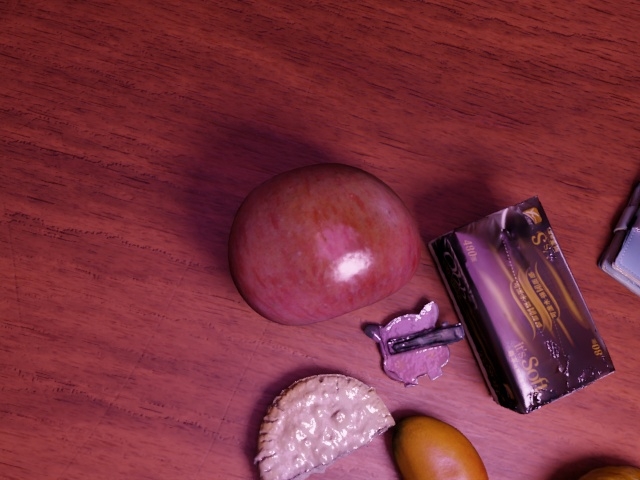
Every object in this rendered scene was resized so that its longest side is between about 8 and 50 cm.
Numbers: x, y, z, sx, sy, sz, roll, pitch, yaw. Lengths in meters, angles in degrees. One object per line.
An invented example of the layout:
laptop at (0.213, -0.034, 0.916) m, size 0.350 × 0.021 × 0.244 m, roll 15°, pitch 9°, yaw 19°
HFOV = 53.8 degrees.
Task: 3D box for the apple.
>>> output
apple at (0.000, 0.000, 1.148) m, size 0.345 × 0.345 × 0.269 m, roll -21°, pitch 90°, yaw -9°

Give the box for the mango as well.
mango at (0.229, 0.430, 1.192) m, size 0.151 × 0.120 × 0.221 m, roll -21°, pitch 75°, yaw -8°

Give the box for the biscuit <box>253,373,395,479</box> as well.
biscuit at (-0.014, 0.354, 1.198) m, size 0.281 × 0.084 × 0.179 m, roll -30°, pitch 84°, yaw -10°

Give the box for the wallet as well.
wallet at (0.722, -0.004, 1.351) m, size 0.176 × 0.075 × 0.250 m, roll 33°, pitch 77°, yaw -3°

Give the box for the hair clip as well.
hair clip at (0.197, 0.208, 1.257) m, size 0.187 × 0.056 × 0.146 m, roll -21°, pitch 79°, yaw 11°

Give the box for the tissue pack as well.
tissue pack at (0.375, 0.130, 1.225) m, size 0.210 × 0.198 × 0.370 m, roll -22°, pitch 84°, yaw -12°

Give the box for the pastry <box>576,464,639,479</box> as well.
pastry at (0.575, 0.589, 1.152) m, size 0.356 × 0.164 × 0.356 m, roll 6°, pitch 74°, yaw -23°
